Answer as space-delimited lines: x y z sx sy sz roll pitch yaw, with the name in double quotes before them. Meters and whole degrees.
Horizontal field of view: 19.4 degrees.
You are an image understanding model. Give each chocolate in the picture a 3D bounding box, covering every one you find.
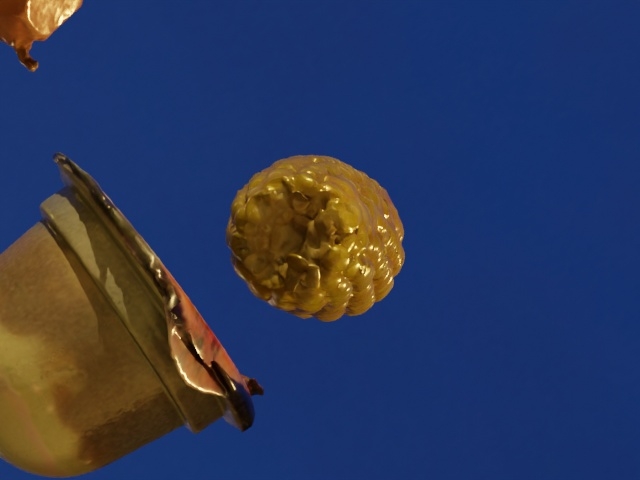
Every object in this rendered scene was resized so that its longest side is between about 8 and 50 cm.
"chocolate" -0.142 0.069 1.105 0.221 0.147 0.221 45 -13 14

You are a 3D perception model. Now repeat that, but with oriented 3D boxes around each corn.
"corn" 0.000 0.000 1.313 0.120 0.363 0.120 0 -91 2

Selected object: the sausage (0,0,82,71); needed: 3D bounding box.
"sausage" -0.125 -0.158 0.794 0.065 0.065 0.169 24 -58 26
